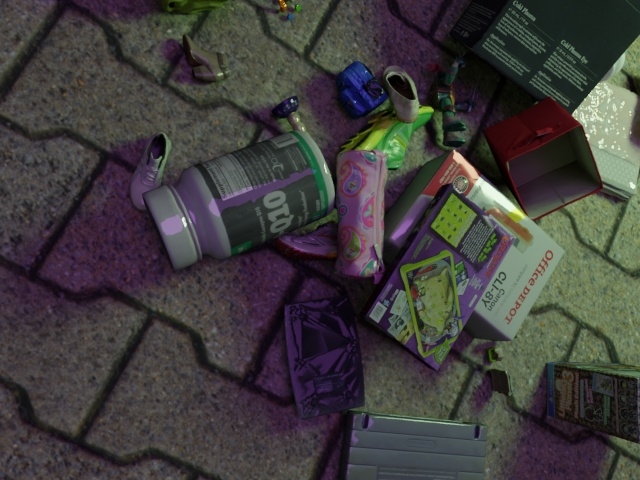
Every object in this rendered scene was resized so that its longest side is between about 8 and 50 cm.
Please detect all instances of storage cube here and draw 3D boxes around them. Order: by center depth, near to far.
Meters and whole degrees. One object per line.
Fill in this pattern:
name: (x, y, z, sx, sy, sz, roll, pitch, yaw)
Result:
storage cube: (0.532, -0.198, 1.330, 0.183, 0.193, 0.215, -27, 121, 15)

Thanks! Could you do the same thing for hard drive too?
hard drive: (0.005, 0.260, 1.248, 0.171, 0.054, 0.255, -7, 86, -18)

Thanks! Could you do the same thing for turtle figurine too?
turtle figurine: (0.334, -0.365, 1.391, 0.175, 0.118, 0.234, 32, 57, -54)

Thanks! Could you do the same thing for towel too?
towel: (0.779, -0.309, 1.549, 0.331, 0.053, 0.317, 18, 79, -15)

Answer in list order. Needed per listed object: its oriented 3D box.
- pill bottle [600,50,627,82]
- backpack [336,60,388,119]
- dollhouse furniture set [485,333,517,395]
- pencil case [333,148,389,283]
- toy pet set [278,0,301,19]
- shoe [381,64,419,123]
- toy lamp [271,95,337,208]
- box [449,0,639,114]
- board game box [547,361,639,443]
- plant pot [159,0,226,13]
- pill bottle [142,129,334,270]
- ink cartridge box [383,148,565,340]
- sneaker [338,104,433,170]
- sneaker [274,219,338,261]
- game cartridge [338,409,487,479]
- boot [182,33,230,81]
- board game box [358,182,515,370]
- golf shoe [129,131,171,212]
pill bottle: (0.776, -0.519, 1.504, 0.117, 0.117, 0.215, 43, 53, -8)
backpack: (0.090, -0.363, 1.322, 0.101, 0.098, 0.120, -37, 96, -13)
dollhouse furniture set: (0.462, 0.306, 1.370, 0.058, 0.076, 0.152, -5, 84, -17)
pencil case: (0.090, -0.052, 1.185, 0.124, 0.124, 0.284, 0, 92, -17)
toy pet set: (-0.084, -0.620, 1.331, 0.122, 0.065, 0.114, -53, 134, -12)
shoe: (0.195, -0.367, 1.318, 0.076, 0.058, 0.219, -9, 48, -1)
toy lamp: (-0.015, -0.201, 1.283, 0.080, 0.080, 0.275, -34, 94, -17)
box: (0.559, -0.530, 1.341, 0.343, 0.179, 0.313, 27, 115, -22)
board game box: (0.742, 0.383, 1.332, 0.231, 0.291, 0.141, 4, 83, -16)
plant pot: (-0.285, -0.640, 1.174, 0.275, 0.276, 0.254, -16, 100, -18)
pill bottle: (-0.170, -0.083, 1.156, 0.360, 0.204, 0.204, -24, 91, -17)
ink cartridge box: (0.351, 0.018, 1.324, 0.384, 0.160, 0.279, 40, 75, -10)
sneaker: (0.163, -0.239, 1.342, 0.295, 0.109, 0.124, -38, 124, -22)
sneaker: (0.000, 0.000, 1.268, 0.225, 0.088, 0.093, 3, 79, -26)
game cartridge: (0.216, 0.530, 1.281, 0.354, 0.068, 0.230, 11, 85, -16)
boot: (-0.259, -0.417, 1.256, 0.086, 0.042, 0.119, -16, 90, -24)
board game box: (0.255, 0.075, 1.175, 0.208, 0.056, 0.347, 38, 76, -10)
golf shoe: (-0.364, -0.150, 1.167, 0.069, 0.086, 0.176, 13, 82, -17)
